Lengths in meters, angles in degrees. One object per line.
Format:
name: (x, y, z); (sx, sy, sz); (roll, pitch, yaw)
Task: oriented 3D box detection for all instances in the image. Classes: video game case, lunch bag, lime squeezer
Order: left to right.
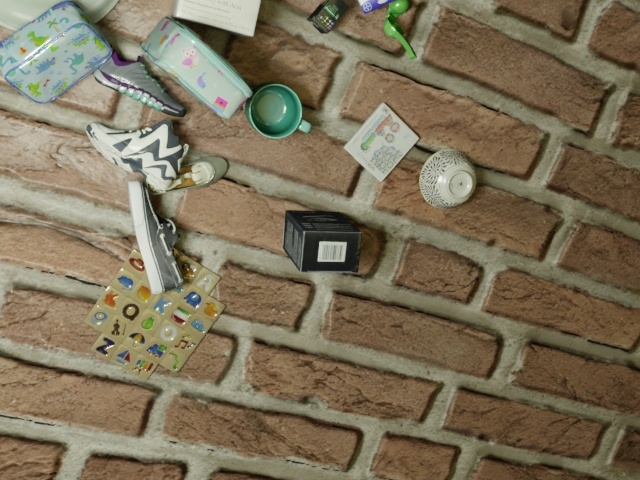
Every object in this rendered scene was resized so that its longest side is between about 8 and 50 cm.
lunch bag: (-0.574, -0.401, 1.521); (0.219, 0.176, 0.090); (-35, 74, 3)
lunch bag: (-0.271, -0.380, 1.561); (0.224, 0.279, 0.108); (38, 94, -33)
video game case: (0.161, -0.257, 1.856); (0.143, 0.019, 0.157); (40, 92, -23)
lime squeezer: (0.203, -0.569, 1.734); (0.058, 0.110, 0.311); (17, 70, -22)

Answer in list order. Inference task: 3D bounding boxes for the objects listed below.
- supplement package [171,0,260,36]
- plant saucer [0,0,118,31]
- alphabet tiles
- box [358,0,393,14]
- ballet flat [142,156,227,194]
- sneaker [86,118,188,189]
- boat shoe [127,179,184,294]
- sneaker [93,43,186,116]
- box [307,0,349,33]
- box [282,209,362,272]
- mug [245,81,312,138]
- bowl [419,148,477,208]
supplement package: (-0.213, -0.618, 1.558); (0.177, 0.175, 0.293); (10, 103, -17)
plant saucer: (-0.573, -0.620, 1.446); (0.400, 0.100, 0.401); (-12, 116, -25)
alphabet tiles: (-0.426, 0.188, 1.825); (0.285, 0.011, 0.343); (35, 94, -22)
box: (0.137, -0.634, 1.683); (0.126, 0.072, 0.137); (-19, 112, 19)
ballet flat: (-0.327, -0.152, 1.721); (0.213, 0.068, 0.072); (-15, 109, -12)
sneaker: (-0.419, -0.240, 1.665); (0.234, 0.094, 0.153); (29, 65, 6)
boat shoe: (-0.394, -0.011, 1.712); (0.102, 0.108, 0.301); (-15, 114, -14)
sneaker: (-0.404, -0.367, 1.631); (0.223, 0.083, 0.098); (23, 94, -20)
box: (0.018, -0.549, 1.705); (0.052, 0.062, 0.083); (38, 93, -23)
box: (0.000, 0.000, 1.785); (0.153, 0.207, 0.108); (1, 106, -15)
mug: (-0.112, -0.309, 1.721); (0.129, 0.097, 0.158); (-32, 113, -5)
bowl: (0.361, -0.160, 1.910); (0.170, 0.080, 0.170); (-4, 106, -15)
